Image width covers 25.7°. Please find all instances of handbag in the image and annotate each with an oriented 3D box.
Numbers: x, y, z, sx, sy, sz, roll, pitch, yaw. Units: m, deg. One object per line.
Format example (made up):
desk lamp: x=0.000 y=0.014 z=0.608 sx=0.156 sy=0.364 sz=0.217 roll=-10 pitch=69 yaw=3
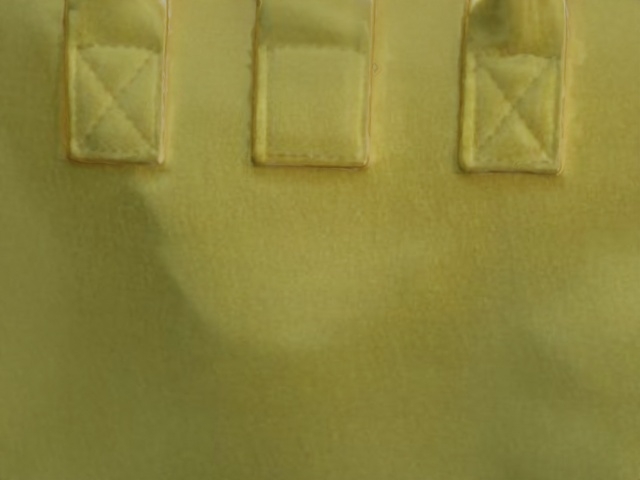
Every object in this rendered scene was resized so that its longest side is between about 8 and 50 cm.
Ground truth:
handbag: x=0.000 y=0.000 z=0.669 sx=0.401 sy=0.283 sz=0.133 roll=3 pitch=14 yaw=7
